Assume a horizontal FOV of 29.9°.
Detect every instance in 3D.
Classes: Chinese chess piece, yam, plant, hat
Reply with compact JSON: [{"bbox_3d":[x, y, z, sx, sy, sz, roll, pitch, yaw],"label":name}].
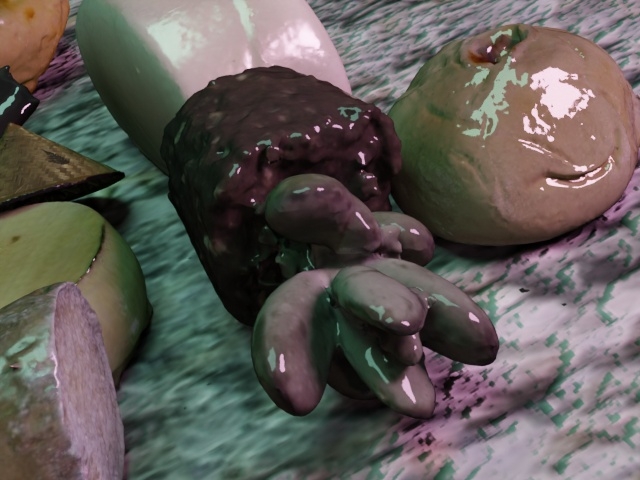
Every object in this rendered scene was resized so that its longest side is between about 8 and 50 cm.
[{"bbox_3d":[-0.210,0.053,0.816,0.188,0.083,0.188,-16,34,11],"label":"Chinese chess piece"},{"bbox_3d":[-0.253,0.154,0.655,0.330,0.133,0.133,-30,36,-9],"label":"yam"},{"bbox_3d":[0.001,-0.002,0.727,0.146,0.149,0.274,-25,38,-7],"label":"plant"},{"bbox_3d":[-0.229,-0.059,0.921,0.146,0.067,0.146,-18,1,0],"label":"hat"}]

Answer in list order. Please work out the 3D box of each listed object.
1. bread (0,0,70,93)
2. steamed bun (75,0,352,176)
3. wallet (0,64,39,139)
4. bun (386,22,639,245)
[{"bbox_3d":[-0.357,-0.201,1.179,0.244,0.134,0.244,-11,39,9],"label":"bread"},{"bbox_3d":[-0.089,-0.142,0.943,0.146,0.164,0.242,-31,35,-18],"label":"steamed bun"},{"bbox_3d":[-0.390,-0.003,0.946,0.197,0.051,0.377,16,59,39],"label":"wallet"},{"bbox_3d":[0.126,-0.082,0.801,0.167,0.113,0.173,19,49,40],"label":"bun"}]
